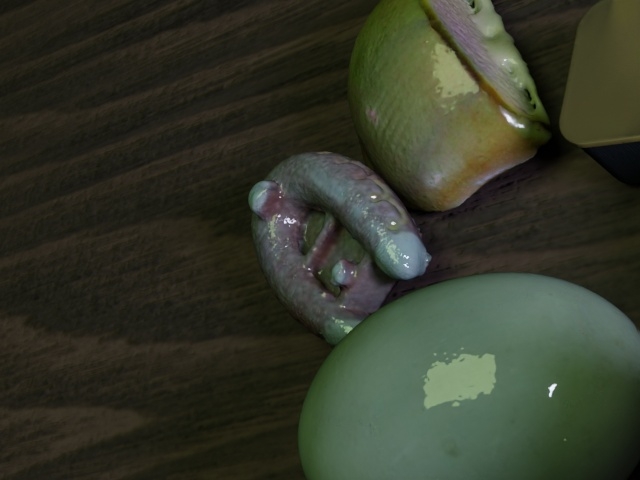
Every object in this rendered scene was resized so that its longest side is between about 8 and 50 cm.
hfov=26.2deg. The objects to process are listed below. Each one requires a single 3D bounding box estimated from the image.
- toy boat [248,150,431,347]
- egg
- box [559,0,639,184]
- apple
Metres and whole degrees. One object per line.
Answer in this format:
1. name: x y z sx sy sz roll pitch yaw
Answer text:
1. toy boat: 0.000 0.000 1.272 0.155 0.085 0.227 -61 39 19
2. egg: 0.113 0.129 1.018 0.283 0.203 0.203 -21 52 26
3. box: 0.303 -0.126 1.088 0.201 0.090 0.144 -8 60 40
4. apple: 0.088 -0.139 1.286 0.193 0.120 0.265 -46 39 29
